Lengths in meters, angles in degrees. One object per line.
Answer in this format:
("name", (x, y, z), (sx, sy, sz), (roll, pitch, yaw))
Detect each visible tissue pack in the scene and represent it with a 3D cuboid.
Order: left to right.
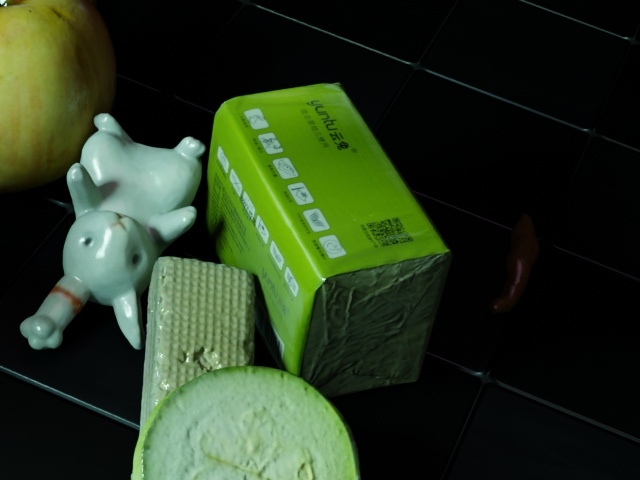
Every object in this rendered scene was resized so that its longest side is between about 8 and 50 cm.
("tissue pack", (0.000, 0.000, 1.636), (0.167, 0.200, 0.275), (-10, 47, -22))

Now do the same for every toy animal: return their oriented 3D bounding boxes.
("toy animal", (-0.210, -0.006, 1.632), (0.140, 0.138, 0.282), (18, 42, -3))

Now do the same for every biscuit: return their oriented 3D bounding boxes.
("biscuit", (-0.118, 0.127, 1.527), (0.108, 0.062, 0.239), (10, 56, -16))

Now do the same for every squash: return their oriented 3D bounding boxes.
("squash", (-0.065, 0.222, 1.435), (0.219, 0.041, 0.219), (9, 68, -22))

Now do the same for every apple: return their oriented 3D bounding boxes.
("apple", (-0.350, -0.185, 1.714), (0.242, 0.241, 0.242), (8, 44, -7))

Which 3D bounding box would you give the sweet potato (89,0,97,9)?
("sweet potato", (-0.299, -0.281, 1.998), (0.026, 0.026, 0.115), (4, 45, -11))

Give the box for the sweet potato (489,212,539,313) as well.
("sweet potato", (0.229, 0.025, 1.791), (0.044, 0.044, 0.179), (17, 41, 4))
